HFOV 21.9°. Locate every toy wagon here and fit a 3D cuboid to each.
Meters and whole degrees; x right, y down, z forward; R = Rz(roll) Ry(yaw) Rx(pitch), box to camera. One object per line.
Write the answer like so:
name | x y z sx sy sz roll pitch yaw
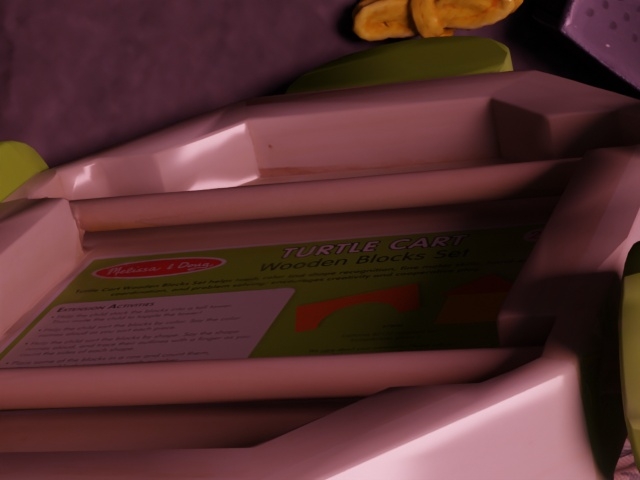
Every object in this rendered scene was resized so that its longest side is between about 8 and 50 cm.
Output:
toy wagon | 0.000 0.000 0.496 0.344 0.267 0.068 -51 133 -59

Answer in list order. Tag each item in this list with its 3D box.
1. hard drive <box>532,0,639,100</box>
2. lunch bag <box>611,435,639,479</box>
hard drive | 0.211 -0.106 0.710 0.254 0.054 0.172 23 83 -26
lunch bag | 0.110 0.140 0.555 0.287 0.235 0.169 23 58 -27
